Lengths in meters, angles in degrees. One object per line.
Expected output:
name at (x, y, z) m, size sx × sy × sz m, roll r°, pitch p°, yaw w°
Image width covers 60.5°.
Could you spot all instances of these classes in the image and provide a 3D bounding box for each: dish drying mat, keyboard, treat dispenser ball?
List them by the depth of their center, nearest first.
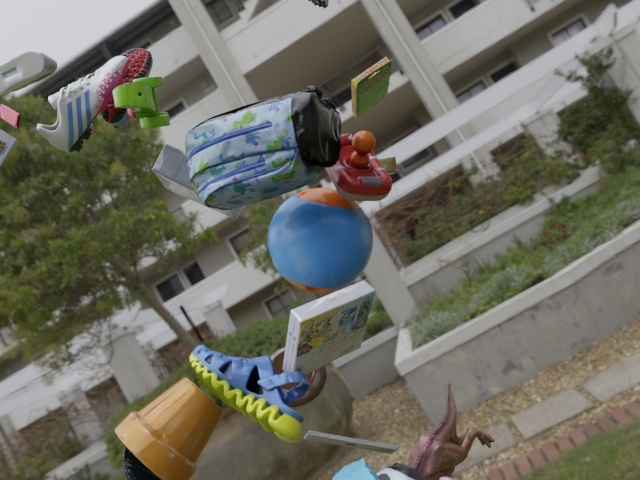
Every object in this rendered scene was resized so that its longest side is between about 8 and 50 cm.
dish drying mat at (-0.665, -0.266, 1.173) m, size 0.008 × 0.083 × 0.032 m, roll -7°, pitch -61°, yaw -51°
keyboard at (0.085, 0.553, 1.500) m, size 0.256 × 0.014 × 0.072 m, roll 13°, pitch -31°, yaw -8°
treat dispenser ball at (0.000, 0.000, 1.504) m, size 0.288 × 0.288 × 0.288 m, roll -30°, pitch -5°, yaw -3°

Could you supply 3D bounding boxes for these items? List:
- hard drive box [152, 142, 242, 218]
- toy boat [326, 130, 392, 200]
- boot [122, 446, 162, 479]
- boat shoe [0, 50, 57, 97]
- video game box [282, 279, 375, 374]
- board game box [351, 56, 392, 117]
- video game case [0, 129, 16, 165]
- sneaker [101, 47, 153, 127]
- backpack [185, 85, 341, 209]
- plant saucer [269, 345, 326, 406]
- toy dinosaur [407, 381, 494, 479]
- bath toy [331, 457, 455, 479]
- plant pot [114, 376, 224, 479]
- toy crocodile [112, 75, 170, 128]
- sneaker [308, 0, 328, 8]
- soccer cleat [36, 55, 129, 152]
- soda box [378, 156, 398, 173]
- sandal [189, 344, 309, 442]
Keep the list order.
hard drive box at (-0.331, -0.160, 1.542) m, size 0.181 × 0.232 × 0.089 m, roll 110°, pitch -175°, yaw -79°
toy boat at (0.100, -0.213, 1.415) m, size 0.151 × 0.231 × 0.151 m, roll -1°, pitch -52°, yaw -20°
boot at (-0.400, 0.597, 1.264) m, size 0.094 × 0.246 × 0.207 m, roll -12°, pitch -35°, yaw -39°
boat shoe at (-0.595, -0.316, 1.057) m, size 0.184 × 0.066 × 0.063 m, roll -23°, pitch 4°, yaw 10°
video game box at (0.017, 0.198, 1.210) m, size 0.205 × 0.048 × 0.187 m, roll -18°, pitch -44°, yaw -34°
board game box at (0.152, -0.460, 1.658) m, size 0.124 × 0.039 × 0.259 m, roll -35°, pitch -7°, yaw -2°
video game case at (-1.002, -0.162, 1.565) m, size 0.269 × 0.061 × 0.244 m, roll -37°, pitch 35°, yaw 22°
sneaker at (-0.603, -0.477, 1.720) m, size 0.125 × 0.104 × 0.261 m, roll 127°, pitch 169°, yaw -83°
backpack at (-0.146, -0.207, 1.294) m, size 0.356 × 0.273 × 0.290 m, roll 2°, pitch 3°, yaw 13°
plant saucer at (-0.082, 0.395, 1.637) m, size 0.199 × 0.198 × 0.036 m, roll -29°, pitch -35°, yaw -15°
toy dinosaur at (0.200, 0.421, 1.024) m, size 0.200 × 0.295 × 0.127 m, roll 11°, pitch 6°, yaw -33°
bath toy at (0.168, 0.347, 0.669) m, size 0.348 × 0.151 × 0.129 m, roll 27°, pitch -58°, yaw -39°
plant pot at (-0.333, 0.432, 1.276) m, size 0.188 × 0.205 × 0.205 m, roll -47°, pitch 1°, yaw -20°
toy crocodile at (-0.419, -0.327, 1.301) m, size 0.105 × 0.115 × 0.340 m, roll -10°, pitch 17°, yaw -13°
sneaker at (-0.024, -0.712, 1.461) m, size 0.106 × 0.078 × 0.234 m, roll -67°, pitch -19°, yaw 10°
soccer cleat at (-0.679, -0.409, 1.566) m, size 0.331 × 0.143 × 0.116 m, roll -56°, pitch 31°, yaw 2°
soda box at (0.183, -0.258, 1.977) m, size 0.181 × 0.058 × 0.061 m, roll -11°, pitch 0°, yaw -13°
sandal at (-0.149, 0.311, 1.211) m, size 0.138 × 0.317 × 0.126 m, roll -54°, pitch -24°, yaw -25°
